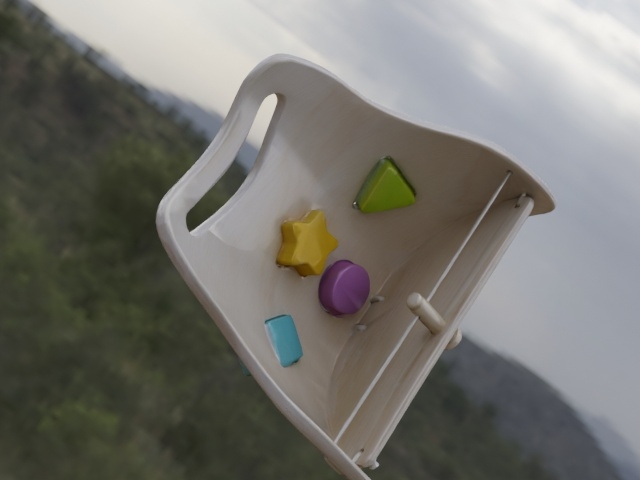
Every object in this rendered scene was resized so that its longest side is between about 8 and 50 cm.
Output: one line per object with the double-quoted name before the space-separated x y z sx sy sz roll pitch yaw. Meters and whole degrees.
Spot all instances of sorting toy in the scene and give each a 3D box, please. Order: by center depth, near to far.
"sorting toy" 0.000 0.000 0.404 0.075 0.083 0.045 45 -21 -31
